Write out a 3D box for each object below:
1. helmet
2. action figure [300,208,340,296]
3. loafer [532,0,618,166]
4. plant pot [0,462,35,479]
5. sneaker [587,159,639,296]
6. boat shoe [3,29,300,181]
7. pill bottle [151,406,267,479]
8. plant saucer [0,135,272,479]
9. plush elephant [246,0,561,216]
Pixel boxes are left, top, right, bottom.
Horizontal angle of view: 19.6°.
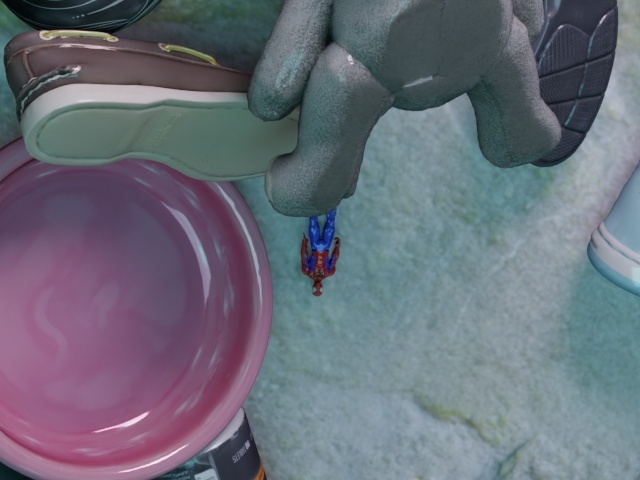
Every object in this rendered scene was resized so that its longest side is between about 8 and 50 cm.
[{"bbox_3d":[-0.200,-0.252,1.572,0.161,0.169,0.169,40,105,-1],"label":"helmet"},{"bbox_3d":[0.000,0.000,1.760,0.038,0.030,0.115,-1,114,-9],"label":"action figure"},{"bbox_3d":[0.204,-0.219,1.664,0.109,0.095,0.302,-14,121,-31],"label":"loafer"},{"bbox_3d":[-0.370,0.294,1.699,0.293,0.293,0.235,-38,104,11],"label":"plant pot"},{"bbox_3d":[0.431,-0.019,1.727,0.319,0.127,0.208,16,112,-11],"label":"sneaker"},{"bbox_3d":[-0.129,-0.121,1.611,0.324,0.096,0.116,2,143,-42],"label":"boat shoe"},{"bbox_3d":[-0.103,0.285,1.814,0.130,0.130,0.245,-15,113,3],"label":"pill bottle"},{"bbox_3d":[-0.207,0.056,1.677,0.332,0.084,0.332,-1,92,-28],"label":"plant saucer"},{"bbox_3d":[0.035,-0.220,1.554,0.272,0.255,0.330,-19,134,-14],"label":"plush elephant"}]
